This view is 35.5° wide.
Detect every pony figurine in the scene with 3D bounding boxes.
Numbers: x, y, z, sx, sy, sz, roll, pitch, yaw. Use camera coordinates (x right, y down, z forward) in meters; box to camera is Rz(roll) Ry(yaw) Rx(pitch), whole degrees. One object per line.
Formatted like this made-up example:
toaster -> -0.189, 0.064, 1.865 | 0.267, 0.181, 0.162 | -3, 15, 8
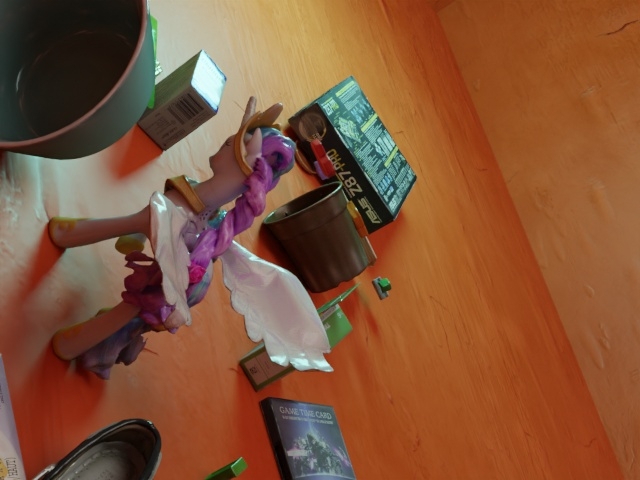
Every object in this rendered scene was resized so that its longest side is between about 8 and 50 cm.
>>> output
pony figurine -> -0.169, 0.023, 1.234 | 0.302, 0.363, 0.351 | 35, 33, -46

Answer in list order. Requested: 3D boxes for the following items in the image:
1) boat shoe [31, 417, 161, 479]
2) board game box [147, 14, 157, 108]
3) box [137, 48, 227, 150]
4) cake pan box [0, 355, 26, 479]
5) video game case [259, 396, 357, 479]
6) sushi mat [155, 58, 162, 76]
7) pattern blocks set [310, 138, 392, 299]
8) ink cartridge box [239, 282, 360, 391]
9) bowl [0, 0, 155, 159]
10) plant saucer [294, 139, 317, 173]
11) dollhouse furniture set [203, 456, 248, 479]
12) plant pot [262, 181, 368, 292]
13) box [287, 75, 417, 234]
boat shoe -> -0.264, 0.283, 1.029 | 0.114, 0.091, 0.302 | 35, 29, 0
board game box -> -0.331, -0.331, 1.694 | 0.124, 0.039, 0.260 | 40, 27, -37
box -> -0.234, -0.241, 1.715 | 0.072, 0.126, 0.137 | 46, 27, -26
cake pan box -> -0.378, 0.230, 0.864 | 0.245, 0.070, 0.267 | 5, 56, -40
video game case -> 0.003, 0.386, 1.588 | 0.196, 0.026, 0.274 | 22, 42, -55
sushi mat -> -0.364, -0.307, 1.665 | 0.151, 0.019, 0.316 | 54, 23, -11
pattern blocks set -> 0.061, -0.029, 2.049 | 0.325, 0.026, 0.285 | 63, -4, 15
ink cartridge box -> -0.017, 0.154, 1.583 | 0.062, 0.209, 0.109 | 57, 23, 1
bowl -> -0.345, -0.230, 1.325 | 0.163, 0.311, 0.312 | 59, 11, -65
plant saucer -> -0.034, -0.182, 2.197 | 0.083, 0.013, 0.084 | 44, 28, -32
dollhouse furniture set -> -0.096, 0.375, 1.355 | 0.152, 0.058, 0.076 | 60, 23, 2
plant pot -> 0.000, 0.000, 1.887 | 0.165, 0.166, 0.167 | 64, 22, -12
box -> 0.090, -0.211, 2.365 | 0.318, 0.097, 0.395 | 58, 20, -9
